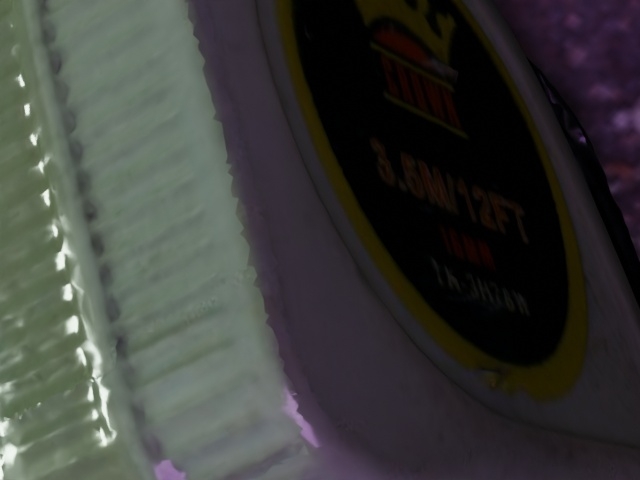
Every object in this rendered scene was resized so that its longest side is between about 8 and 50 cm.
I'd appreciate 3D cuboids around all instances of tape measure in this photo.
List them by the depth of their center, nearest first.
[{"bbox_3d":[0.000,0.000,0.513,0.115,0.207,0.235,-29,155,25],"label":"tape measure"}]
